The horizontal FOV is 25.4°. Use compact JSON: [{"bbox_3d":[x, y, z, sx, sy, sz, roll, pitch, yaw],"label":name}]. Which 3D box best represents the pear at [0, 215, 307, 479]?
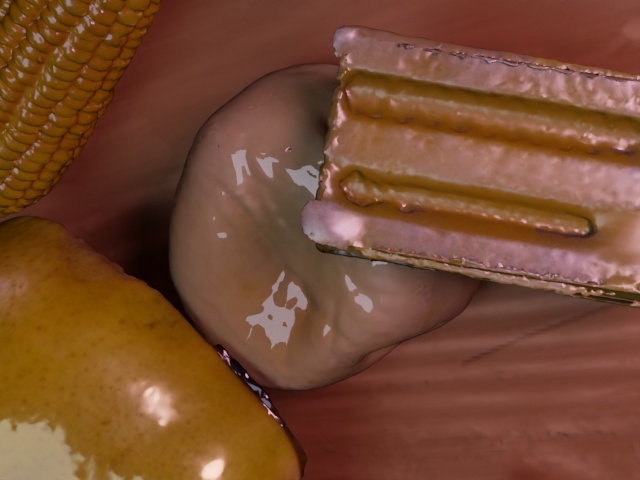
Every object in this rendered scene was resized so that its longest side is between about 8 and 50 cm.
[{"bbox_3d":[-0.202,0.171,1.067,0.386,0.191,0.340,23,139,39],"label":"pear"}]

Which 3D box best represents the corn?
[{"bbox_3d":[-0.189,-0.148,1.028,0.120,0.120,0.363,46,126,7],"label":"corn"}]

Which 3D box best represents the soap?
[{"bbox_3d":[0.113,-0.041,0.850,0.233,0.076,0.135,10,89,4],"label":"soap"}]

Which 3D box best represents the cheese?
[{"bbox_3d":[0.000,0.000,0.976,0.218,0.117,0.235,10,118,26],"label":"cheese"}]
